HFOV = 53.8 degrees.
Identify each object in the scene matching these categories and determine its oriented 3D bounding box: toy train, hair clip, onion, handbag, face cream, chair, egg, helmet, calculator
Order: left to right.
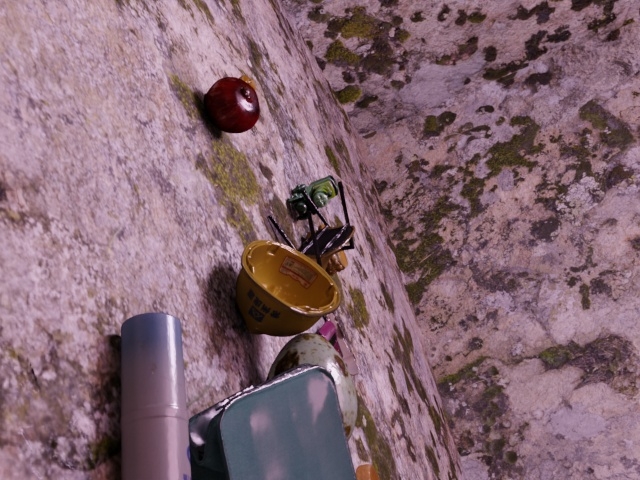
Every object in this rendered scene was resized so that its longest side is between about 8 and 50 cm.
[{"bbox_3d":[-0.192,0.210,0.733,0.077,0.077,0.250,49,24,-55],"label":"face cream"},{"bbox_3d":[-0.199,-0.306,1.425,0.131,0.131,0.131,-21,90,-77],"label":"onion"},{"bbox_3d":[-0.084,0.113,1.186,0.205,0.140,0.257,37,21,6],"label":"helmet"},{"bbox_3d":[-0.063,0.335,0.896,0.269,0.100,0.274,-13,86,-55],"label":"handbag"},{"bbox_3d":[-0.020,0.273,1.112,0.169,0.169,0.231,51,32,-52],"label":"egg"},{"bbox_3d":[-0.019,-0.127,1.837,0.200,0.132,0.083,-80,145,-70],"label":"toy train"},{"bbox_3d":[0.000,0.000,1.620,0.159,0.172,0.246,-45,118,-43],"label":"chair"},{"bbox_3d":[0.033,0.304,1.595,0.126,0.034,0.190,-32,106,-78],"label":"calculator"},{"bbox_3d":[0.048,0.259,1.706,0.072,0.034,0.225,109,-41,-73],"label":"hair clip"}]

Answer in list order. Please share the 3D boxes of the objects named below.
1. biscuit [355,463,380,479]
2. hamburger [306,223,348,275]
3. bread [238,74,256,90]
[{"bbox_3d":[0.147,0.688,1.408,0.275,0.052,0.354,-61,129,-73],"label":"biscuit"},{"bbox_3d":[0.021,0.029,1.803,0.147,0.083,0.138,-126,-166,-53],"label":"hamburger"},{"bbox_3d":[-0.203,-0.368,1.610,0.053,0.074,0.132,47,22,-33],"label":"bread"}]
